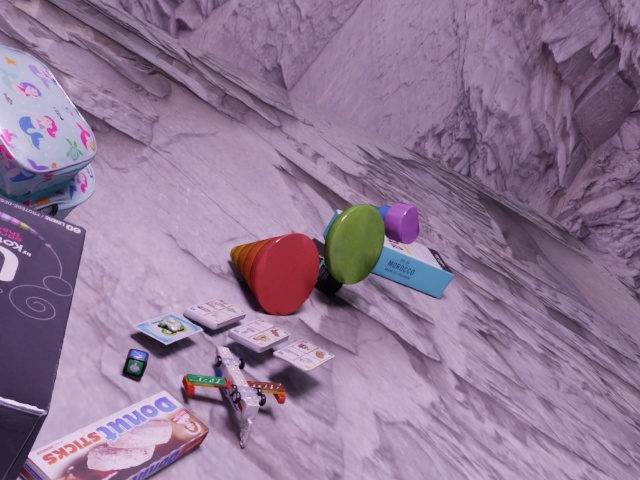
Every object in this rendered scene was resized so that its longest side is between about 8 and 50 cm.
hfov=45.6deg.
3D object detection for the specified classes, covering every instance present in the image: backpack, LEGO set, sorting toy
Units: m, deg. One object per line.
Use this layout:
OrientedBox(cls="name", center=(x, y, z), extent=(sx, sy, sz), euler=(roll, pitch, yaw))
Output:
OrientedBox(cls="backpack", center=(-0.370, -0.103, 0.852), extent=(0.225, 0.191, 0.253), euler=(54, 12, 2))
OrientedBox(cls="LEGO set", center=(-0.114, 0.140, 0.869), extent=(0.182, 0.060, 0.244), euler=(23, 14, 20))
OrientedBox(cls="sorting toy", center=(0.000, 0.000, 1.184), extent=(0.126, 0.127, 0.366), euler=(19, 29, 40))

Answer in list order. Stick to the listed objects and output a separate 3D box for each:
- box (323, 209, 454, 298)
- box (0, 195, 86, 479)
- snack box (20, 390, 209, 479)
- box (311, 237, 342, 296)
OrientedBox(cls="box", center=(0.131, 0.027, 1.465), extent=(0.244, 0.060, 0.100), euler=(22, 20, -23))
OrientedBox(cls="box", center=(-0.292, 0.074, 0.580), extent=(0.165, 0.143, 0.270), euler=(22, 21, -22))
OrientedBox(cls="snack box", center=(-0.173, 0.183, 0.667), extent=(0.064, 0.022, 0.178), euler=(35, 19, 18))
OrientedBox(cls="box", center=(0.003, 0.043, 1.245), extent=(0.083, 0.052, 0.062), euler=(33, 19, 9))
